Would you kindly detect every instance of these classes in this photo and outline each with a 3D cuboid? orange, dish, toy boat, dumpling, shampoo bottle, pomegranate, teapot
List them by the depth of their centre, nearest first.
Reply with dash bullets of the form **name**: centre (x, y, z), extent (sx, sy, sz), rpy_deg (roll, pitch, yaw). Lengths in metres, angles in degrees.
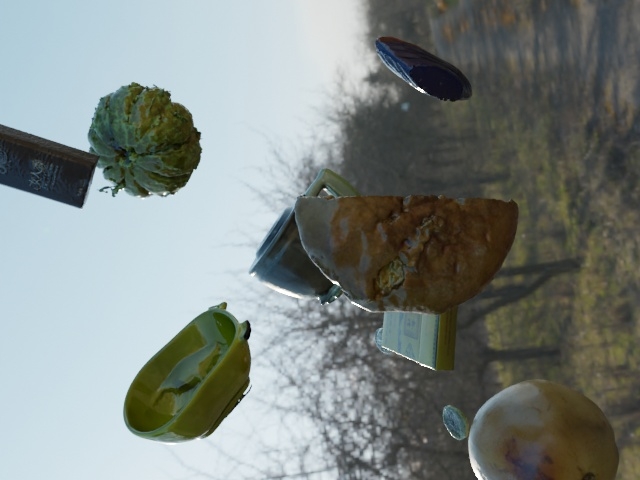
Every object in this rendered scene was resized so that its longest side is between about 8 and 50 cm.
- **dish**: centre (-0.202, 0.242, 1.401), extent (0.108, 0.262, 0.221), rpy_deg (48, 168, -28)
- **shampoo bottle**: centre (-0.559, -0.150, 1.472), extent (0.071, 0.310, 0.098), rpy_deg (-93, 23, -62)
- **toy boat**: centre (0.175, -0.374, 1.677), extent (0.219, 0.072, 0.318), rpy_deg (14, -154, -43)
- **pomegranate**: centre (0.467, 0.435, 1.765), extent (0.319, 0.320, 0.318), rpy_deg (-10, -90, -81)
- **dumpling**: centre (0.158, 0.237, 1.981), extent (0.052, 0.076, 0.057), rpy_deg (62, -134, -62)
- **teapot**: centre (-0.013, 0.016, 2.058), extent (0.239, 0.239, 0.321), rpy_deg (34, -140, -7)
- **orange**: centre (-0.451, -0.261, 2.123), extent (0.223, 0.300, 0.301), rpy_deg (-68, -30, -56)

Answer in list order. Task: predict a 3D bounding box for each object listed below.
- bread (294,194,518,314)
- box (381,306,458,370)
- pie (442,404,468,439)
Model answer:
- **bread**: centre (0.123, 0.020, 1.279), extent (0.194, 0.340, 0.178), rpy_deg (-170, 80, -80)
- **box**: centre (0.178, 0.141, 1.523), extent (0.279, 0.041, 0.152), rpy_deg (-175, 90, -76)
- **pie**: centre (0.307, 0.413, 1.877), extent (0.085, 0.017, 0.085), rpy_deg (38, 138, 44)
